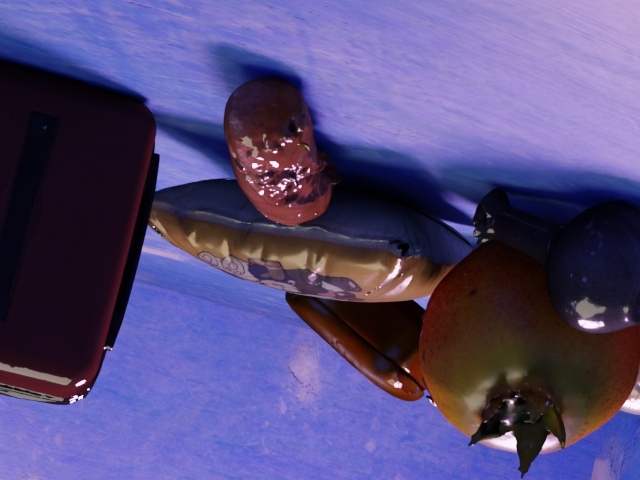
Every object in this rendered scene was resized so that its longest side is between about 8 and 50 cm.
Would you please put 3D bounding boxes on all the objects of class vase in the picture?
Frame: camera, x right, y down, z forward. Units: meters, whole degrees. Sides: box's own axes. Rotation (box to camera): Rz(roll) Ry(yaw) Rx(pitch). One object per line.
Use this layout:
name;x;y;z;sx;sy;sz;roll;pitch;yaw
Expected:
vase;0.220;0.008;1.335;0.183;0.120;0.120;26;180;30

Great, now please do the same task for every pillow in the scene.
pillow;0.000;0.000;1.556;0.310;0.119;0.312;7;180;21

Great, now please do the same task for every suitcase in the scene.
suitcase;-0.287;-0.008;1.377;0.236;0.297;0.161;15;165;-13

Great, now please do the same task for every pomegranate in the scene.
pomegranate;0.203;0.111;1.444;0.220;0.221;0.257;14;-144;-1

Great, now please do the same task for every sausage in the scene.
sausage;-0.031;-0.066;1.286;0.079;0.087;0.326;28;174;9

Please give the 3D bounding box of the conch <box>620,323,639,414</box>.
conch;0.349;0.096;1.577;0.275;0.183;0.148;21;-152;38

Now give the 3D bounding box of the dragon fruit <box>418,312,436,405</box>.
dragon fruit;0.249;0.153;1.827;0.293;0.234;0.234;33;168;-14

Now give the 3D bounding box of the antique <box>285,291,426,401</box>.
antique;0.073;0.121;2.138;0.223;0.129;0.278;41;177;-41
